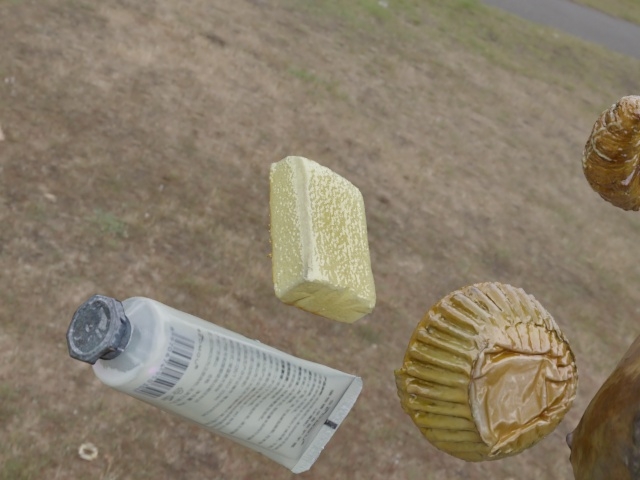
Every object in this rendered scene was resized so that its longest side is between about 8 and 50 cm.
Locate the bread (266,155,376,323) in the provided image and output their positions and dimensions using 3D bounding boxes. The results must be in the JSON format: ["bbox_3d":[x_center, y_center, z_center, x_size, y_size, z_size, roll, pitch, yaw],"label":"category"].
[{"bbox_3d":[0.000,-0.001,1.103,0.125,0.068,0.188,28,44,-40],"label":"bread"}]

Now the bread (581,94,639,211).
[{"bbox_3d":[0.384,-0.107,1.194,0.076,0.105,0.233,20,-20,29],"label":"bread"}]

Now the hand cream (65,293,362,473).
[{"bbox_3d":[-0.053,0.087,0.555,0.050,0.080,0.234,34,-1,41],"label":"hand cream"}]

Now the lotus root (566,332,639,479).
[{"bbox_3d":[0.411,0.196,0.875,0.316,0.250,0.316,1,56,-2],"label":"lotus root"}]

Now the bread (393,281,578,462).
[{"bbox_3d":[0.219,0.165,1.152,0.240,0.240,0.139,6,-2,-30],"label":"bread"}]
